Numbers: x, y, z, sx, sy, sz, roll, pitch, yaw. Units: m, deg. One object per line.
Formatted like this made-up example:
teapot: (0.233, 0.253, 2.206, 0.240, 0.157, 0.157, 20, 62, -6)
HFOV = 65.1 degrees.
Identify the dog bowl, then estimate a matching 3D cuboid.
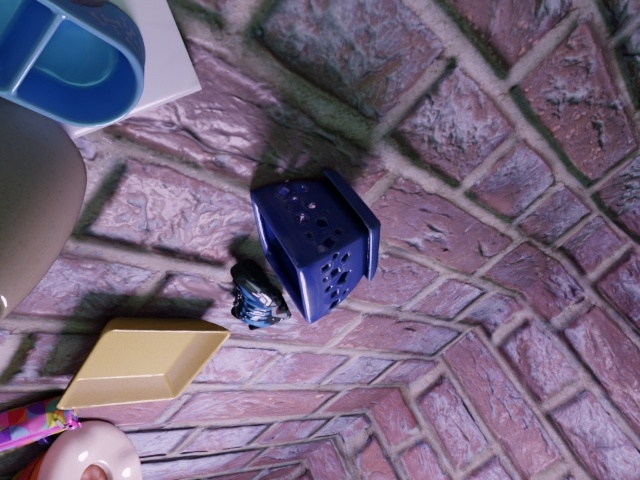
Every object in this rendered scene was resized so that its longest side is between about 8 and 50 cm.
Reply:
dog bowl: (-0.344, -0.238, 0.598, 0.166, 0.074, 0.297, -43, 144, 19)

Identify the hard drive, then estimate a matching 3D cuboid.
hard drive: (-0.350, -0.242, 0.691, 0.319, 0.040, 0.210, -24, 146, -8)

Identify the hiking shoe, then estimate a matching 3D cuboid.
hiking shoe: (-0.172, 0.157, 1.273, 0.132, 0.113, 0.304, -29, 146, -2)

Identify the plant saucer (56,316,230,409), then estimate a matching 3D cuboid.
plant saucer: (-0.451, 0.298, 1.281, 0.333, 0.080, 0.332, 12, 129, -44)

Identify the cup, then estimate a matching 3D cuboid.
cup: (-0.494, -0.012, 0.659, 0.332, 0.236, 0.331, -10, 145, -7)

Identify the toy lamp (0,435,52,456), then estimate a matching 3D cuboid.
toy lamp: (-0.866, 0.563, 1.324, 0.275, 0.080, 0.080, -22, 145, -16)

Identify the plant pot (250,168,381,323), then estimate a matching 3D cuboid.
plant pot: (0.000, 0.000, 1.102, 0.212, 0.236, 0.235, -27, 146, -15)

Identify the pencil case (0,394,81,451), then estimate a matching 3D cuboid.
pencil case: (-0.739, 0.464, 1.267, 0.237, 0.104, 0.104, -13, 142, -22)

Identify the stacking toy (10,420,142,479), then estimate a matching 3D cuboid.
stacking toy: (-0.814, 0.754, 1.479, 0.481, 0.350, 0.351, -20, 149, 19)
